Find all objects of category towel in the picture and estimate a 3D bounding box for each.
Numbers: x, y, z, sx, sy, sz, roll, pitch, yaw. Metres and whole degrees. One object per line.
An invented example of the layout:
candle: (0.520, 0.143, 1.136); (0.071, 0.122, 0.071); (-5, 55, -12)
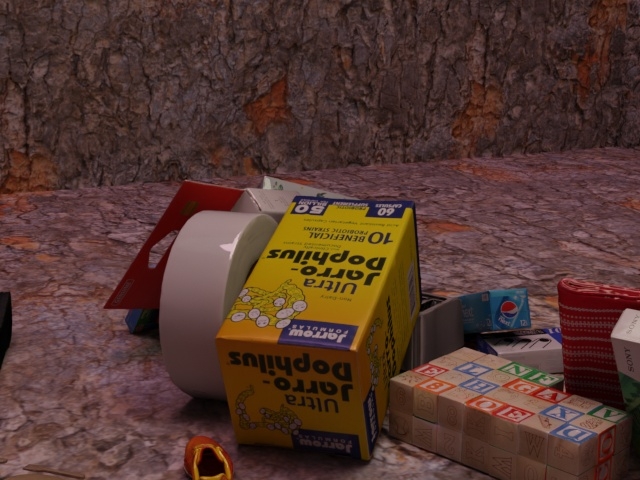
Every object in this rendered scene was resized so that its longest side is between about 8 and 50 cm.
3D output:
towel: (0.412, 0.165, 1.299); (0.199, 0.275, 0.031); (8, 43, 27)

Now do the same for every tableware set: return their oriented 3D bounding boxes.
tableware set: (-0.394, 0.301, 1.201); (0.194, 0.039, 0.128); (8, 4, 10)

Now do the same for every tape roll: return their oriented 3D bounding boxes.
tape roll: (-0.138, 0.098, 1.511); (0.100, 0.286, 0.286); (5, 15, 17)

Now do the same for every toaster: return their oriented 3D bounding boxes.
toaster: (0.125, 0.147, 1.659); (0.168, 0.110, 0.186); (9, 17, 37)

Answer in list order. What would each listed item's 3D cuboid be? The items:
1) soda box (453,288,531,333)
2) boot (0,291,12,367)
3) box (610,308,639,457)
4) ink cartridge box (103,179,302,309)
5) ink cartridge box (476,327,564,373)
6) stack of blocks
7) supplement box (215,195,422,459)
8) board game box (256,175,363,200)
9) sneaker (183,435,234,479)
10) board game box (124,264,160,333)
soda box: (0.278, 0.123, 1.701); (0.071, 0.067, 0.210); (-3, -6, -15)
boot: (-0.632, 0.154, 1.673); (0.207, 0.094, 0.246); (1, 20, -10)
box: (0.514, 0.208, 1.168); (0.322, 0.232, 0.058); (12, 48, 40)
ink cartridge box: (-0.185, 0.036, 1.683); (0.261, 0.296, 0.066); (2, 42, -49)
ink cartridge box: (0.371, 0.182, 1.645); (0.207, 0.046, 0.097); (-3, 14, -10)
stack of blocks: (0.258, 0.239, 1.329); (0.171, 0.087, 0.297); (-14, 19, -43)
supplement box: (0.013, 0.109, 1.415); (0.194, 0.195, 0.356); (3, 35, 17)
board game box: (0.000, 0.000, 1.903); (0.303, 0.097, 0.224); (12, -27, -15)
sneaker: (-0.134, 0.275, 1.234); (0.064, 0.067, 0.175); (-6, 13, -15)
board game box: (-0.236, 0.091, 1.821); (0.211, 0.160, 0.039); (-12, 57, -36)
